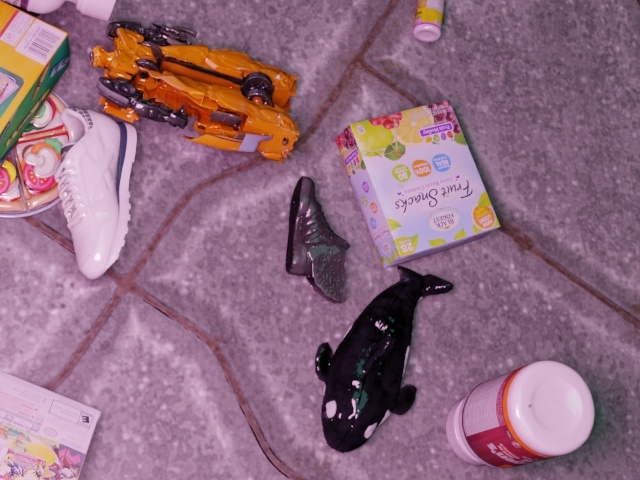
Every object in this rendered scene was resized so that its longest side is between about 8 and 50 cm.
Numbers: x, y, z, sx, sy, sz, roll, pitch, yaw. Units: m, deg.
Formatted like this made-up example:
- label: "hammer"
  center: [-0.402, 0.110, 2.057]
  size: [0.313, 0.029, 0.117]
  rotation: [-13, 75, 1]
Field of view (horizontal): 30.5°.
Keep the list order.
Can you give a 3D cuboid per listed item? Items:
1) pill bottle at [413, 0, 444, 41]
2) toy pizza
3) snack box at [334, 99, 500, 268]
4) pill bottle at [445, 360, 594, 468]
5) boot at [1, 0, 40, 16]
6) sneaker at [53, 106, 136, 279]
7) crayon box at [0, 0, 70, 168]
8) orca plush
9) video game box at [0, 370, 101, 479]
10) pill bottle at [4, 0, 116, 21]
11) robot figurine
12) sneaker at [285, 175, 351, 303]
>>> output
- label: "pill bottle"
  center: [0.168, -0.352, 1.811]
  size: [0.043, 0.043, 0.083]
  rotation: [14, 69, -15]
- label: "toy pizza"
  center: [-0.409, -0.128, 1.545]
  size: [0.201, 0.032, 0.201]
  rotation: [6, 71, -17]
- label: "snack box"
  center: [0.140, -0.083, 1.703]
  size: [0.174, 0.070, 0.207]
  rotation: [-17, 81, -24]
- label: "pill bottle"
  center: [0.257, 0.237, 1.558]
  size: [0.121, 0.221, 0.121]
  rotation: [6, 71, -18]
- label: "boot"
  center: [-0.358, -0.402, 1.623]
  size: [0.338, 0.118, 0.222]
  rotation: [18, 75, -6]
- label: "sneaker"
  center: [-0.302, -0.061, 1.519]
  size: [0.095, 0.090, 0.235]
  rotation: [22, 53, -39]
- label: "crayon box"
  center: [-0.457, -0.177, 1.484]
  size: [0.165, 0.081, 0.278]
  rotation: [26, 66, 2]
- label: "orca plush"
  center: [0.097, 0.152, 1.595]
  size: [0.151, 0.102, 0.287]
  rotation: [45, 65, -2]
- label: "video game box"
  center: [-0.377, 0.237, 1.382]
  size: [0.205, 0.048, 0.187]
  rotation: [24, 29, -10]
- label: "pill bottle"
  center: [-0.389, -0.387, 1.475]
  size: [0.301, 0.169, 0.169]
  rotation: [19, 68, -13]
- label: "robot figurine"
  center: [-0.174, -0.203, 1.600]
  size: [0.291, 0.085, 0.211]
  rotation: [14, 40, -14]
- label: "sneaker"
  center: [0.001, -0.001, 1.641]
  size: [0.089, 0.051, 0.170]
  rotation: [10, 75, -16]
